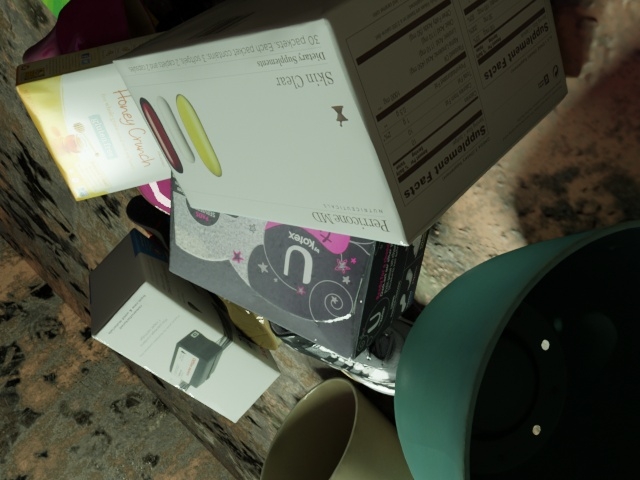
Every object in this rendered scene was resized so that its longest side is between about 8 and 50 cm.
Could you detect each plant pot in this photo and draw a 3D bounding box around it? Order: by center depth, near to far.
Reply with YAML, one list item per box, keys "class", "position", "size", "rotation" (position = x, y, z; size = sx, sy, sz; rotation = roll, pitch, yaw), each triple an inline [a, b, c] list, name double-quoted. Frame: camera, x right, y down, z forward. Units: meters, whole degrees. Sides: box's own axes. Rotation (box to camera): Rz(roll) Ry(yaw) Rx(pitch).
- class: "plant pot"
  position: [0.193, 0.133, 0.519]
  size: [0.293, 0.293, 0.235]
  rotation: [51, 168, -9]
- class: "plant pot"
  position: [0.079, 0.421, 1.124]
  size: [0.274, 0.256, 0.256]
  rotation: [37, 156, -18]

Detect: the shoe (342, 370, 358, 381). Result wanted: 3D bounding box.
- class: "shoe"
  position: [0.025, 0.127, 0.978]
  size: [0.219, 0.076, 0.058]
  rotation: [49, -163, -9]

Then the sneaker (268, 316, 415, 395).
- class: "sneaker"
  position: [0.034, 0.120, 0.822]
  size: [0.269, 0.101, 0.153]
  rotation: [15, 165, 27]

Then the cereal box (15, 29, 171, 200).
- class: "cereal box"
  position: [-0.192, -0.146, 0.735]
  size: [0.173, 0.240, 0.047]
  rotation: [81, 172, -49]

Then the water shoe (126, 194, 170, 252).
- class: "water shoe"
  position: [-0.268, -0.018, 1.198]
  size: [0.203, 0.073, 0.080]
  rotation: [37, 178, 15]

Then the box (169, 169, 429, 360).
- class: "box"
  position: [-0.026, -0.015, 0.679]
  size: [0.247, 0.142, 0.163]
  rotation: [22, 122, 24]

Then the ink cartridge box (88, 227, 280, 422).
- class: "ink cartridge box"
  position: [-0.241, 0.148, 1.130]
  size: [0.307, 0.129, 0.223]
  rotation: [42, -177, -31]

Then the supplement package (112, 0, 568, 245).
- class: "supplement package"
  position: [0.009, -0.124, 0.491]
  size: [0.262, 0.204, 0.145]
  rotation: [10, 133, 49]

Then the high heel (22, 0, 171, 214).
- class: "high heel"
  position: [-0.183, -0.146, 0.826]
  size: [0.181, 0.127, 0.377]
  rotation: [-19, 137, 34]

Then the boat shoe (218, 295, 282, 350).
- class: "boat shoe"
  position: [-0.102, 0.060, 1.003]
  size: [0.109, 0.098, 0.302]
  rotation: [18, 148, 24]

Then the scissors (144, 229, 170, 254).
- class: "scissors"
  position: [-0.241, 0.070, 1.303]
  size: [0.297, 0.021, 0.109]
  rotation: [43, -177, -25]

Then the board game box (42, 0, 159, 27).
- class: "board game box"
  position: [-0.312, -0.325, 0.838]
  size: [0.259, 0.039, 0.124]
  rotation: [51, 139, -4]
